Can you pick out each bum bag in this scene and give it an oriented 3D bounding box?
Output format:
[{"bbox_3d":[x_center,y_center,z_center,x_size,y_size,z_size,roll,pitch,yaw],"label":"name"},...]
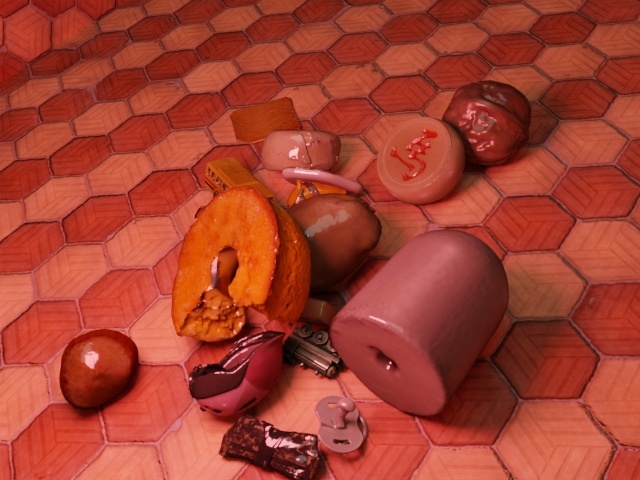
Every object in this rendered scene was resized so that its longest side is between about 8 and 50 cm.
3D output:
[{"bbox_3d":[-0.111,0.462,1.565,0.248,0.069,0.102,10,85,20],"label":"bum bag"}]

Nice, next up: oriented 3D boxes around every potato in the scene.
[{"bbox_3d":[0.000,0.000,1.889,0.326,0.221,0.243,-40,41,-7],"label":"potato"}]

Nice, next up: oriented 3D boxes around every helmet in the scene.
[{"bbox_3d":[-0.186,0.325,1.661,0.253,0.154,0.198,-17,2,-21],"label":"helmet"}]

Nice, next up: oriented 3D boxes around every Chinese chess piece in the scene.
[{"bbox_3d":[0.294,-0.237,2.064,0.273,0.102,0.273,-15,62,30],"label":"Chinese chess piece"}]

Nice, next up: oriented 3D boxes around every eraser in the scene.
[{"bbox_3d":[-0.055,0.178,1.794,0.172,0.117,0.058,8,77,20],"label":"eraser"}]

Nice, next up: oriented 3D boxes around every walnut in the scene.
[{"bbox_3d":[0.508,-0.360,2.125,0.273,0.227,0.273,-3,47,3],"label":"walnut"}]

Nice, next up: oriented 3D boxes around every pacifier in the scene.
[{"bbox_3d":[0.054,0.398,1.562,0.127,0.116,0.150,13,37,-11],"label":"pacifier"}]

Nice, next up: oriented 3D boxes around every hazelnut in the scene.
[{"bbox_3d":[-0.565,0.308,1.742,0.210,0.186,0.210,-7,62,13],"label":"hazelnut"}]

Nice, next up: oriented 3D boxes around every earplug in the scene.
[{"bbox_3d":[0.252,0.158,1.618,0.313,0.312,0.394,23,53,31],"label":"earplug"}]

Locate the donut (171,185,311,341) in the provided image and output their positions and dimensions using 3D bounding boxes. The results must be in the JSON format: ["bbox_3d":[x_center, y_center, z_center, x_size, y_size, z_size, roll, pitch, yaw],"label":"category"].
[{"bbox_3d":[-0.185,0.057,1.733,0.435,0.163,0.377,-14,63,45],"label":"donut"}]

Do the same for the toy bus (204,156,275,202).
[{"bbox_3d":[-0.229,-0.129,2.115,0.121,0.123,0.335,-15,40,-32],"label":"toy bus"}]

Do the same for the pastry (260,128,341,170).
[{"bbox_3d":[-0.060,-0.281,2.185,0.265,0.133,0.265,3,7,0],"label":"pastry"}]

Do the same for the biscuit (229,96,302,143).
[{"bbox_3d":[-0.199,-0.429,2.504,0.237,0.013,0.232,-17,45,-3],"label":"biscuit"}]

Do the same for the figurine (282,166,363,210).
[{"bbox_3d":[-0.005,-0.122,2.092,0.250,0.166,0.141,11,77,-1],"label":"figurine"}]

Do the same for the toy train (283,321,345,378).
[{"bbox_3d":[-0.013,0.279,1.729,0.170,0.071,0.111,24,65,30],"label":"toy train"}]
